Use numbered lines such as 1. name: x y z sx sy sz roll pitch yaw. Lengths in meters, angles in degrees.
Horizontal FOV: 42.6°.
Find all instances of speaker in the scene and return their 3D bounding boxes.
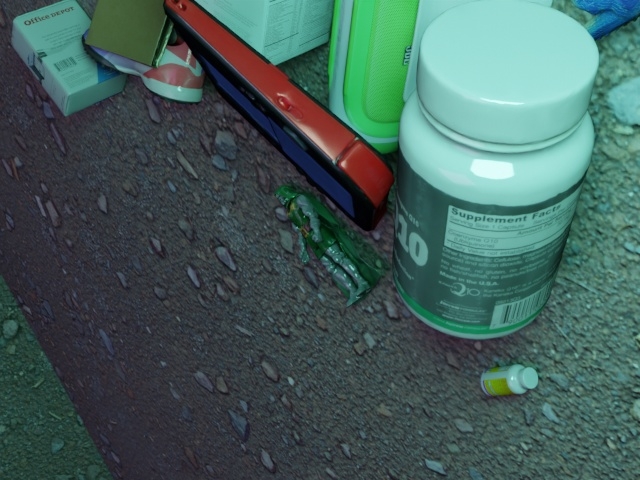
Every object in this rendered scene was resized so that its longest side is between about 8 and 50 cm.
1. speaker: 0.081 -0.256 1.005 0.131 0.131 0.297 35 140 28

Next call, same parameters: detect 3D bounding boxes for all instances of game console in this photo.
1. game console: -0.046 -0.150 1.100 0.342 0.060 0.386 39 177 5

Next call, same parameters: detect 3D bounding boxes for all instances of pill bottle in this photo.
1. pill bottle: 0.277 0.205 1.202 0.083 0.043 0.043 -22 99 55
2. pill bottle: 0.186 -0.068 0.918 0.204 0.204 0.361 35 148 28

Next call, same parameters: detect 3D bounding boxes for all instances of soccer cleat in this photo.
1. soccer cleat: -0.309 -0.341 1.450 0.318 0.108 0.117 33 115 36

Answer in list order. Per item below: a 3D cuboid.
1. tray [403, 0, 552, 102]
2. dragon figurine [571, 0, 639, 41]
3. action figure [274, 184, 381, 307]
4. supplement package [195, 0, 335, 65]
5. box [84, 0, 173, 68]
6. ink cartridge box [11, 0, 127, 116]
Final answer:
1. tray: 0.181 -0.266 0.916 0.145 0.030 0.271 5 132 -1
2. dragon figurine: 0.318 -0.244 0.767 0.144 0.085 0.289 37 139 26
3. action figure: 0.000 0.000 1.366 0.232 0.063 0.137 53 148 12
4. supplement package: -0.087 -0.375 1.094 0.194 0.149 0.203 39 141 23
5. box: -0.314 -0.390 1.388 0.201 0.021 0.165 25 98 37
6. ink cartridge box: -0.488 -0.358 1.598 0.191 0.139 0.082 51 147 9
